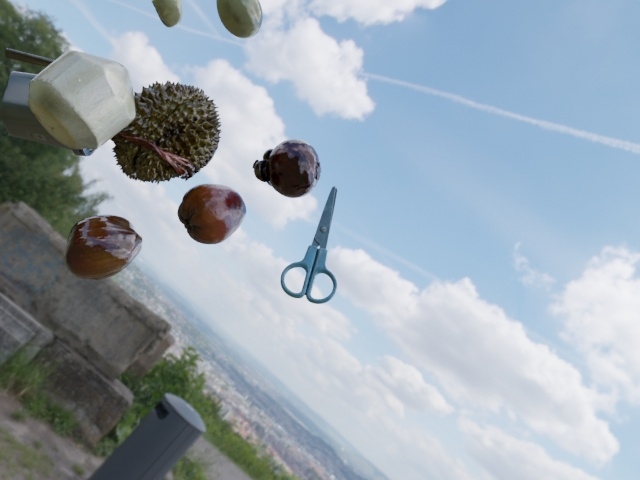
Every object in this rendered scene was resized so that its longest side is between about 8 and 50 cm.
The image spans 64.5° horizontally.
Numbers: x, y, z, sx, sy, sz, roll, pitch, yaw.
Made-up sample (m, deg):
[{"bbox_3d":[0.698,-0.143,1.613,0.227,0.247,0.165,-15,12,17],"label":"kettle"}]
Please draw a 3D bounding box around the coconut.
[{"bbox_3d":[-0.626,-0.386,1.365,0.237,0.266,0.237,31,-30,20],"label":"coconut"}]

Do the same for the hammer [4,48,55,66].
[{"bbox_3d":[-1.010,-0.670,1.946,0.365,0.111,0.043,12,33,-10],"label":"hammer"}]

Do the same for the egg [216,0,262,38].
[{"bbox_3d":[-0.345,-0.984,2.157,0.186,0.185,0.242,16,-48,58],"label":"egg"}]

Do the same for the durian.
[{"bbox_3d":[-0.520,-0.356,1.709,0.347,0.384,0.348,45,-19,20],"label":"durian"}]

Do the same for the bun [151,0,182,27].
[{"bbox_3d":[-0.591,-0.905,1.948,0.188,0.110,0.164,-126,-150,-56],"label":"bun"}]

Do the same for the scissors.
[{"bbox_3d":[0.000,0.000,1.758,0.192,0.448,0.029,14,-24,3],"label":"scissors"}]

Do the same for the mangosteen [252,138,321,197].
[{"bbox_3d":[-0.127,-0.260,1.837,0.257,0.215,0.215,4,-26,10],"label":"mangosteen"}]

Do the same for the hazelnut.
[{"bbox_3d":[-0.620,0.027,1.444,0.210,0.186,0.210,29,20,-12],"label":"hazelnut"}]

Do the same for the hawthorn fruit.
[{"bbox_3d":[-0.370,-0.106,1.797,0.224,0.260,0.224,24,-52,34],"label":"hawthorn fruit"}]

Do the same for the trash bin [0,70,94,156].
[{"bbox_3d":[-0.822,-0.401,1.577,0.249,0.220,0.220,9,-23,-13],"label":"trash bin"}]
